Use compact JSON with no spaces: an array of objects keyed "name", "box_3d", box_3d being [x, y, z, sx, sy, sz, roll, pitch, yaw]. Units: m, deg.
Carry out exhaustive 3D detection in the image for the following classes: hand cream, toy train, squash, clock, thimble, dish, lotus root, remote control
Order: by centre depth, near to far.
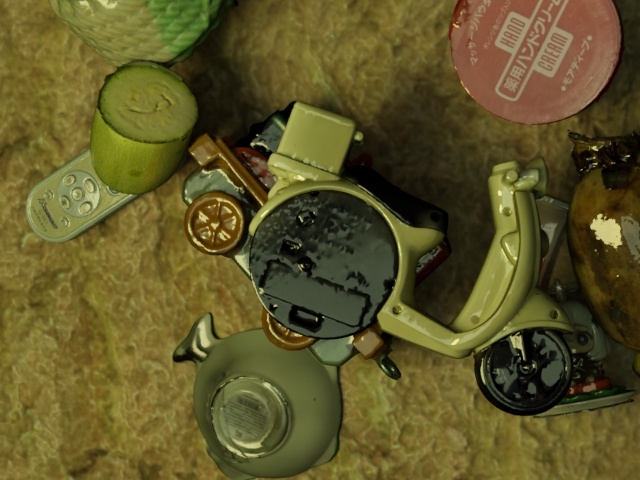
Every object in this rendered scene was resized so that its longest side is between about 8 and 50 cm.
[{"name":"clock","box_3d":[0.112,0.014,1.363,0.379,0.120,0.276,17,86,1]},{"name":"lotus root","box_3d":[0.361,0.017,1.392,0.141,0.169,0.314,-8,100,48]},{"name":"hand cream","box_3d":[0.246,-0.224,1.417,0.193,0.125,0.193,1,95,15]},{"name":"squash","box_3d":[-0.220,-0.118,1.490,0.123,0.123,0.186,45,149,6]},{"name":"thimble","box_3d":[-0.214,-0.308,1.490,0.219,0.150,0.219,-17,52,23]},{"name":"toy train","box_3d":[0.000,0.000,1.493,0.231,0.163,0.369,-41,85,2]},{"name":"hand cream","box_3d":[0.241,0.051,1.499,0.052,0.038,0.216,15,97,-15]},{"name":"dish","box_3d":[-0.089,0.202,1.577,0.246,0.078,0.224,39,105,8]},{"name":"remote control","box_3d":[-0.273,-0.080,1.611,0.244,0.047,0.087,-31,85,16]}]

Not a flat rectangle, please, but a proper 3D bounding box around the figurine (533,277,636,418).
[{"name":"figurine","box_3d":[0.287,0.120,1.453,0.132,0.132,0.153,-12,83,16]}]
